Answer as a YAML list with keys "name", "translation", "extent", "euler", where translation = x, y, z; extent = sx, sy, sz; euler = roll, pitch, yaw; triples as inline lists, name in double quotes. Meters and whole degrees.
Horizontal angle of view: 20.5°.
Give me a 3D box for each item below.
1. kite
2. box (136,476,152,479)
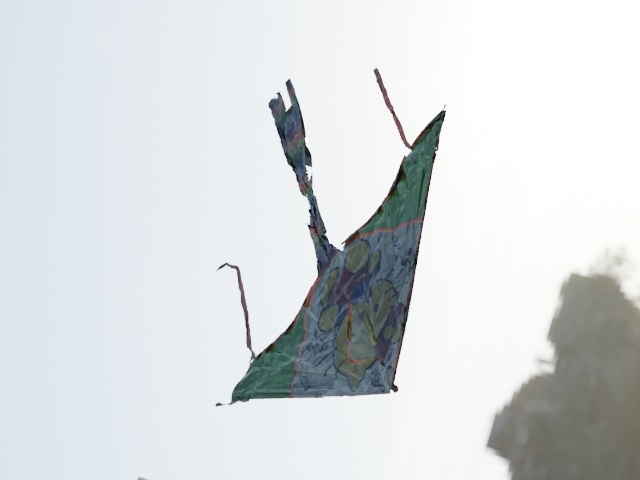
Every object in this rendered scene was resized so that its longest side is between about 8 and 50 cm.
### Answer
- name: "kite"
  translation: [0.000, 0.000, 0.882]
  extent: [0.198, 0.006, 0.244]
  euler: [-51, 34, 22]
- name: "box"
  translation: [-0.112, 0.320, 1.299]
  extent: [0.097, 0.168, 0.265]
  euler: [31, -107, -31]
